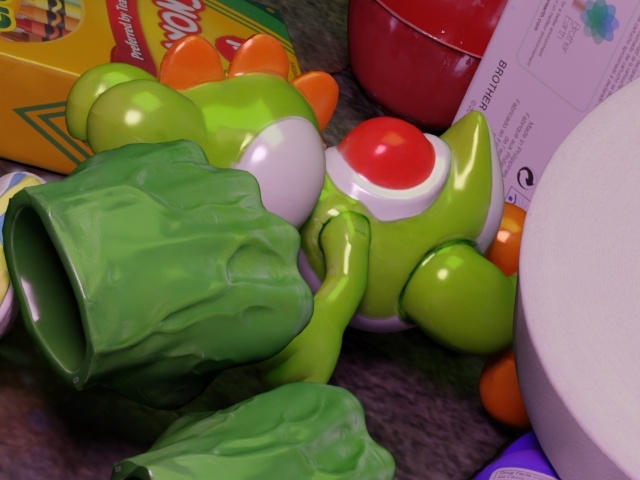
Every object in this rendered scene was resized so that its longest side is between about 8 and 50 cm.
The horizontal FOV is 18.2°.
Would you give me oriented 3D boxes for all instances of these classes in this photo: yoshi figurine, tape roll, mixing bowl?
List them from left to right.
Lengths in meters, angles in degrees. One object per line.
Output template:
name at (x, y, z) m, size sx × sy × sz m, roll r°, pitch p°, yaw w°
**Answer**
yoshi figurine at (-0.017, 0.018, 1.216) m, size 0.362 × 0.203 × 0.203 m, roll 23°, pitch 61°, yaw -33°
mixing bowl at (0.092, -0.152, 1.620) m, size 0.181 × 0.098 × 0.181 m, roll 20°, pitch 28°, yaw -11°
tape roll at (0.300, 0.042, 1.100) m, size 0.392 × 0.072 × 0.392 m, roll 0°, pitch 50°, yaw 0°

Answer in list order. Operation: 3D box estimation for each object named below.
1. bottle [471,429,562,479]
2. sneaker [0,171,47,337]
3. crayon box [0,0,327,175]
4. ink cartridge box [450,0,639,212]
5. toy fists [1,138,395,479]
bottle at (0.125, 0.175, 1.095) m, size 0.118 × 0.092 × 0.283 m, roll 27°, pitch 27°, yaw 5°
sneaker at (-0.222, 0.019, 1.072) m, size 0.126 × 0.091 × 0.240 m, roll 22°, pitch 29°, yaw -7°
crayon box at (-0.167, -0.125, 1.375) m, size 0.318 × 0.081 × 0.202 m, roll 14°, pitch 31°, yaw -21°
ink cartridge box at (0.291, -0.032, 1.399) m, size 0.151 × 0.270 × 0.395 m, roll -14°, pitch 48°, yaw -44°
toy fists at (-0.056, 0.080, 1.024) m, size 0.142 × 0.096 × 0.279 m, roll -14°, pitch 73°, yaw -32°
